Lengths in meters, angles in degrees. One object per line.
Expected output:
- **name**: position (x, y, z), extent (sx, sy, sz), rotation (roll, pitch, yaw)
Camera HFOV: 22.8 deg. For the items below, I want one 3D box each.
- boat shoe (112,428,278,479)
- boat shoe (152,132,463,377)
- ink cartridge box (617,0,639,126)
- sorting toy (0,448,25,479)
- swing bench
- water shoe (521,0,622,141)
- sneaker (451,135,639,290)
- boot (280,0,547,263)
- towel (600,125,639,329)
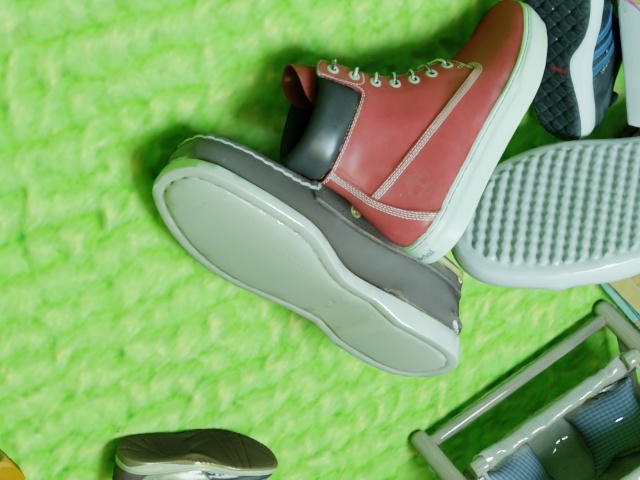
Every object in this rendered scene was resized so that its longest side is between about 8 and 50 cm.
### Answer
- **boat shoe**: position (-0.110, 0.195, 1.363), extent (0.152, 0.056, 0.049), rotation (8, 119, -29)
- **boat shoe**: position (0.000, 0.000, 1.277), extent (0.324, 0.117, 0.096), rotation (35, 55, -33)
- **ink cartridge box**: position (0.356, -0.216, 1.302), extent (0.171, 0.168, 0.232), rotation (-37, 130, -34)
- **sorting toy**: position (-0.332, 0.311, 1.276), extent (0.307, 0.041, 0.229), rotation (-41, 125, -6)
- **swing bench**: position (0.272, 0.237, 1.529), extent (0.253, 0.255, 0.165), rotation (-34, 134, -13)
- **water shoe**: position (0.219, -0.181, 1.349), extent (0.080, 0.073, 0.203), rotation (-41, 145, -33)
- **sneaker**: position (0.274, -0.011, 1.408), extent (0.366, 0.135, 0.150), rotation (-13, 150, -18)
- **boot**: position (0.069, -0.127, 1.244), extent (0.176, 0.088, 0.244), rotation (34, 63, -14)
- **towel**: position (0.396, -0.026, 1.599), extent (0.271, 0.040, 0.370), rotation (-50, 133, 1)
